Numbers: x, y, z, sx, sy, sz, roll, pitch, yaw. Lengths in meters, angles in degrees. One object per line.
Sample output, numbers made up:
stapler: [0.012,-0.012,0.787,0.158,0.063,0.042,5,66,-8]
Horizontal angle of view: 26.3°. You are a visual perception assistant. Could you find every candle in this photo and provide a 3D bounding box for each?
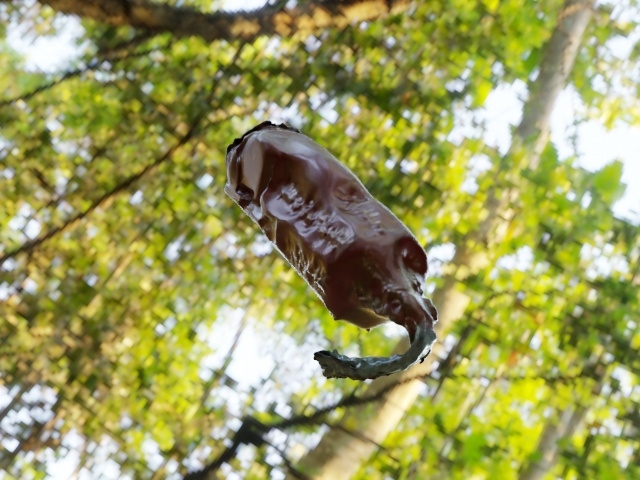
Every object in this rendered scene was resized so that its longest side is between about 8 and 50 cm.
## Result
candle: [0.000,0.000,0.467,0.162,0.048,0.053,-132,-157,-61]
